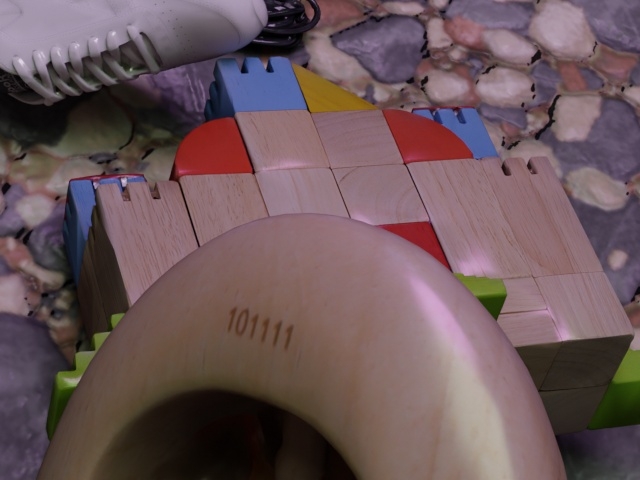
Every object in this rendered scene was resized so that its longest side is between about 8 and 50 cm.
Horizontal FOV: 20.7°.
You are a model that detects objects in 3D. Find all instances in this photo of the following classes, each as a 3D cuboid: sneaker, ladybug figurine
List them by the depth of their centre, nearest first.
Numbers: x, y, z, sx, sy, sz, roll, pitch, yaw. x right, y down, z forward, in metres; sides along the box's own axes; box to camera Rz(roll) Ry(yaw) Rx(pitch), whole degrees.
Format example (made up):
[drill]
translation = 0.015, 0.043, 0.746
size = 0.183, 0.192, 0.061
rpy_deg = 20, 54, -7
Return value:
[ladybug figurine]
translation = -0.009, 0.213, 0.827
size = 0.305, 0.449, 0.162
rpy_deg = 15, 4, 36
[sneaker]
translation = -0.146, -0.126, 1.091
size = 0.235, 0.090, 0.095
rpy_deg = 0, 52, 22

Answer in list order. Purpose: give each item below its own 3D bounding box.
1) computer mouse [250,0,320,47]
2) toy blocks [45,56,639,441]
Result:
[computer mouse]
translation = -0.109, -0.250, 1.222
size = 0.184, 0.060, 0.262
rpy_deg = -4, 77, -24
[toy blocks]
translation = 0.000, 0.000, 1.058
size = 0.381, 0.191, 0.261
rpy_deg = -4, 49, -20
